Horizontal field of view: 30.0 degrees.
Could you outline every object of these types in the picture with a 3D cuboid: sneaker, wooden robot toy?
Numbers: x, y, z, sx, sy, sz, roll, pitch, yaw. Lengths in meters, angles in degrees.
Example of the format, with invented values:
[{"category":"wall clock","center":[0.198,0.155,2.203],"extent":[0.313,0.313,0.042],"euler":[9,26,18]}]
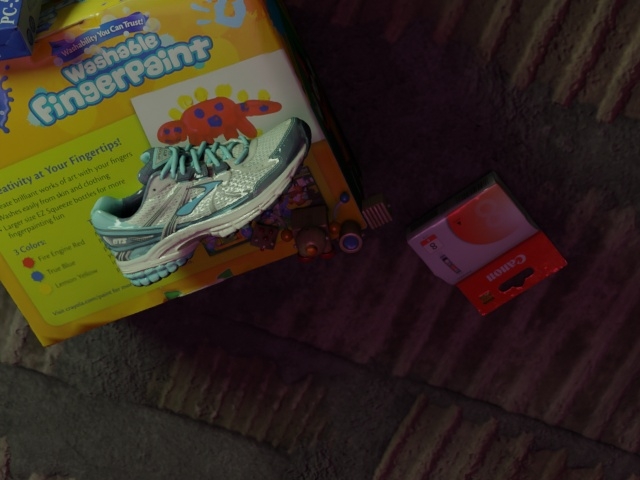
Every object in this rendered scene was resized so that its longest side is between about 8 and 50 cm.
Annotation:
[{"category":"sneaker","center":[-0.138,-0.060,1.332],"extent":[0.283,0.110,0.122],"euler":[-34,111,17]},{"category":"wooden robot toy","center":[0.000,0.000,1.383],"extent":[0.173,0.079,0.076],"euler":[-10,119,5]}]

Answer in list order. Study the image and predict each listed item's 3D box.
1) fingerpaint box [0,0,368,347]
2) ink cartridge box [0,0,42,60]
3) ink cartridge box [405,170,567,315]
[{"category":"fingerpaint box","center":[-0.218,-0.123,1.450],"extent":[0.445,0.163,0.371],"euler":[-21,117,11]},{"category":"ink cartridge box","center":[-0.364,-0.282,1.341],"extent":[0.097,0.207,0.046],"euler":[-8,140,7]},{"category":"ink cartridge box","center":[0.221,0.015,1.584],"extent":[0.145,0.045,0.179],"euler":[-34,110,20]}]
